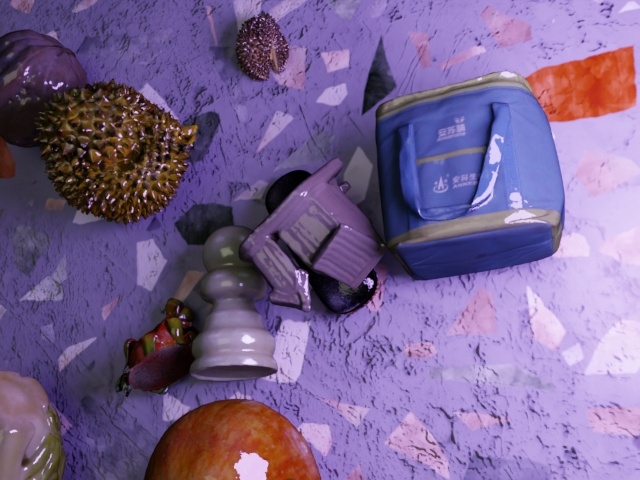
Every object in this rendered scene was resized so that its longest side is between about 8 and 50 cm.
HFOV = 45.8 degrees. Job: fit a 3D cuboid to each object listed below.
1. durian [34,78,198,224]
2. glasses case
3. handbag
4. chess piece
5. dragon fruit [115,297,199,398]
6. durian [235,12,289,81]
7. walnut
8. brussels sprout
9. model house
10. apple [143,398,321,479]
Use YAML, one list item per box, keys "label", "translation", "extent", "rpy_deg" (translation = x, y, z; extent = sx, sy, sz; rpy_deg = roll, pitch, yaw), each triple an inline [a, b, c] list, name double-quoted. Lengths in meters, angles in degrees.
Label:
- label: "durian"
  translation: [-0.364, -0.156, 1.345]
  extent: [0.292, 0.258, 0.258]
  rpy_deg: [27, 88, 13]
- label: "glasses case"
  translation: [0.000, 0.000, 1.253]
  extent: [0.103, 0.067, 0.267]
  rpy_deg: [-36, 69, 12]
- label: "handbag"
  translation: [0.214, -0.087, 1.109]
  extent: [0.262, 0.222, 0.241]
  rpy_deg: [-14, 69, 20]
- label: "chess piece"
  translation: [-0.147, 0.097, 1.258]
  extent: [0.144, 0.144, 0.252]
  rpy_deg: [-11, 69, 19]
- label: "dragon fruit"
  translation: [-0.264, 0.187, 1.295]
  extent: [0.142, 0.138, 0.175]
  rpy_deg: [14, 46, -13]
- label: "durian"
  translation: [-0.111, -0.366, 1.380]
  extent: [0.110, 0.071, 0.140]
  rpy_deg: [-4, 72, 20]
- label: "walnut"
  translation: [-0.566, -0.292, 1.472]
  extent: [0.224, 0.224, 0.224]
  rpy_deg: [-5, 76, 20]
- label: "brussels sprout"
  translation: [-0.594, 0.391, 1.300]
  extent: [0.327, 0.247, 0.328]
  rpy_deg: [-4, 80, 21]
- label: "model house"
  translation: [-0.009, 0.005, 1.155]
  extent: [0.229, 0.122, 0.188]
  rpy_deg: [-45, 72, 10]
- label: "apple"
  translation: [-0.135, 0.394, 1.117]
  extent: [0.277, 0.250, 0.309]
  rpy_deg: [-29, 72, 12]
